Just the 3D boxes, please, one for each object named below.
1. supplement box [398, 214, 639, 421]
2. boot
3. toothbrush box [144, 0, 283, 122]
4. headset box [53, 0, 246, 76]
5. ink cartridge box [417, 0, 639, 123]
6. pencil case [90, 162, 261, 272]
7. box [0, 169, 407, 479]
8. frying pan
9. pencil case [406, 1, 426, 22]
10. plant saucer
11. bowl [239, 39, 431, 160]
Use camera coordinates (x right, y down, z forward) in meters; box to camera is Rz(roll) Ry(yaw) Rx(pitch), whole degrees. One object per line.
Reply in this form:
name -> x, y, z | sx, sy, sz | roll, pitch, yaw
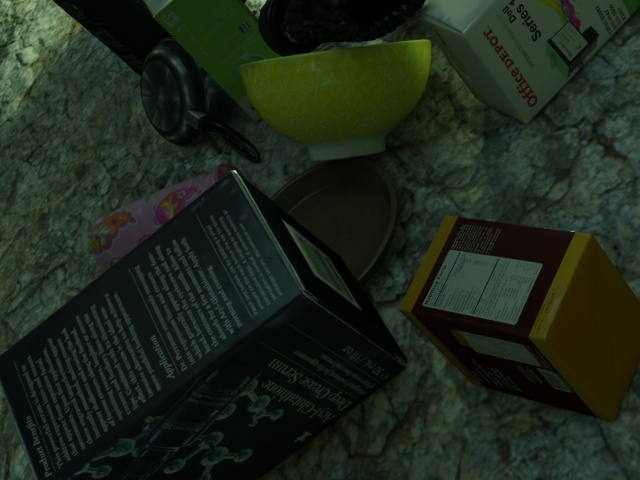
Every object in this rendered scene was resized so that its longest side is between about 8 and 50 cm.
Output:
supplement box -> 0.230, 0.084, 1.223 | 0.194, 0.191, 0.129 | 10, 64, 44
boot -> 0.074, -0.403, 1.552 | 0.348, 0.131, 0.260 | -60, 23, -15
toothbrush box -> -0.178, -0.368, 1.877 | 0.122, 0.283, 0.206 | -39, 40, 6
headset box -> -0.309, -0.453, 2.074 | 0.246, 0.283, 0.131 | -53, 25, -10
ink cartridge box -> 0.300, -0.330, 1.502 | 0.278, 0.201, 0.117 | -46, 40, -1
pencil case -> -0.235, -0.029, 1.778 | 0.284, 0.124, 0.124 | -22, 45, 24
box -> -0.145, 0.155, 1.374 | 0.395, 0.293, 0.212 | -38, 56, 10
frying pan -> -0.233, -0.210, 1.935 | 0.326, 0.053, 0.197 | 59, 141, 20
pencil case -> 0.179, -0.545, 1.823 | 0.386, 0.160, 0.167 | -62, 6, -17
plant saucer -> 0.000, 0.000, 1.608 | 0.278, 0.041, 0.278 | -23, 45, 25
bowl -> 0.030, -0.202, 1.635 | 0.289, 0.289, 0.156 | -1, 99, 40
